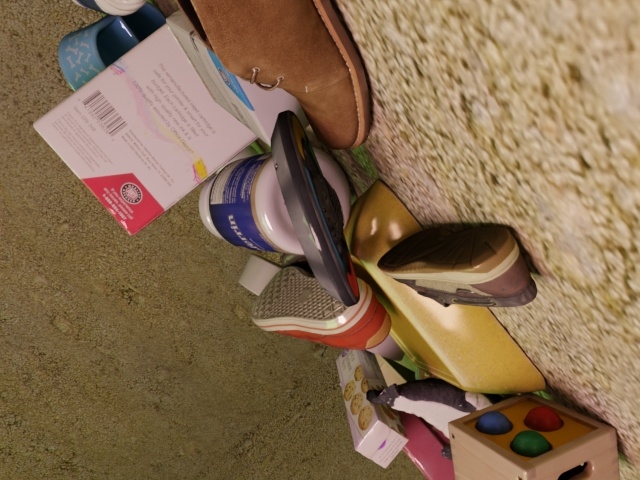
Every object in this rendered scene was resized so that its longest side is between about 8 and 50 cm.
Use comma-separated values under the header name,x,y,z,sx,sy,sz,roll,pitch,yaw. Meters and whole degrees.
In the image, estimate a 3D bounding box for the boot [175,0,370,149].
name,x,y,z,sx,sy,sz,roll,pitch,yaw
boot,-0.041,-0.170,0.469,0.112,0.115,0.305,40,170,34

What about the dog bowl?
name,x,y,z,sx,sy,sz,roll,pitch,yaw
dog bowl,-0.366,-0.359,1.024,0.166,0.074,0.297,54,-149,-29

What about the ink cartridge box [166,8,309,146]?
name,x,y,z,sx,sy,sz,roll,pitch,yaw
ink cartridge box,-0.101,-0.220,0.684,0.190,0.082,0.139,46,170,44

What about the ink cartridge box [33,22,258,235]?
name,x,y,z,sx,sy,sz,roll,pitch,yaw
ink cartridge box,-0.260,-0.190,0.890,0.226,0.306,0.131,53,173,-13

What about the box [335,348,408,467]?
name,x,y,z,sx,sy,sz,roll,pitch,yaw
box,0.083,0.278,0.972,0.063,0.067,0.324,36,-172,-10

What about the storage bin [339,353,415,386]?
name,x,y,z,sx,sy,sz,roll,pitch,yaw
storage bin,0.226,0.403,1.249,0.262,0.123,0.260,35,-177,-35

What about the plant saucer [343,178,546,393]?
name,x,y,z,sx,sy,sz,roll,pitch,yaw
plant saucer,0.130,0.090,0.804,0.333,0.081,0.333,51,173,1

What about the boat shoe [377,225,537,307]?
name,x,y,z,sx,sy,sz,roll,pitch,yaw
boat shoe,0.129,0.034,0.548,0.073,0.080,0.223,54,165,-9

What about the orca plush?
name,x,y,z,sx,sy,sz,roll,pitch,yaw
orca plush,0.212,0.262,0.855,0.102,0.287,0.151,-86,9,-58

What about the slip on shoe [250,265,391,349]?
name,x,y,z,sx,sy,sz,roll,pitch,yaw
slip on shoe,-0.014,0.111,0.846,0.101,0.123,0.331,44,157,-24

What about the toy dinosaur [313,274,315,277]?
name,x,y,z,sx,sy,sz,roll,pitch,yaw
toy dinosaur,-0.015,0.064,1.471,0.160,0.121,0.313,60,-176,39

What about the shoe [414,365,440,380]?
name,x,y,z,sx,sy,sz,roll,pitch,yaw
shoe,0.244,0.293,1.127,0.081,0.063,0.178,48,169,40

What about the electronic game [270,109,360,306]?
name,x,y,z,sx,sy,sz,roll,pitch,yaw
electronic game,0.000,-0.036,0.606,0.229,0.048,0.229,-20,-90,-84

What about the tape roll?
name,x,y,z,sx,sy,sz,roll,pitch,yaw
tape roll,0.012,0.139,1.154,0.392,0.072,0.392,26,177,1

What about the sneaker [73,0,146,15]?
name,x,y,z,sx,sy,sz,roll,pitch,yaw
sneaker,-0.379,-0.519,0.843,0.236,0.130,0.322,23,144,40

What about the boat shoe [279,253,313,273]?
name,x,y,z,sx,sy,sz,roll,pitch,yaw
boat shoe,0.000,0.000,1.062,0.324,0.123,0.119,42,-139,-79

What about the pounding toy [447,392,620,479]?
name,x,y,z,sx,sy,sz,roll,pitch,yaw
pounding toy,0.245,0.232,0.650,0.206,0.181,0.094,-170,70,-67

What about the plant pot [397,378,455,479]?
name,x,y,z,sx,sy,sz,roll,pitch,yaw
plant pot,0.233,0.337,0.969,0.201,0.180,0.201,50,172,10

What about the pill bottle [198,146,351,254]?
name,x,y,z,sx,sy,sz,roll,pitch,yaw
pill bottle,-0.085,-0.059,0.842,0.265,0.153,0.153,3,133,57

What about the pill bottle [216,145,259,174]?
name,x,y,z,sx,sy,sz,roll,pitch,yaw
pill bottle,-0.243,-0.243,1.168,0.245,0.136,0.136,51,172,-2
